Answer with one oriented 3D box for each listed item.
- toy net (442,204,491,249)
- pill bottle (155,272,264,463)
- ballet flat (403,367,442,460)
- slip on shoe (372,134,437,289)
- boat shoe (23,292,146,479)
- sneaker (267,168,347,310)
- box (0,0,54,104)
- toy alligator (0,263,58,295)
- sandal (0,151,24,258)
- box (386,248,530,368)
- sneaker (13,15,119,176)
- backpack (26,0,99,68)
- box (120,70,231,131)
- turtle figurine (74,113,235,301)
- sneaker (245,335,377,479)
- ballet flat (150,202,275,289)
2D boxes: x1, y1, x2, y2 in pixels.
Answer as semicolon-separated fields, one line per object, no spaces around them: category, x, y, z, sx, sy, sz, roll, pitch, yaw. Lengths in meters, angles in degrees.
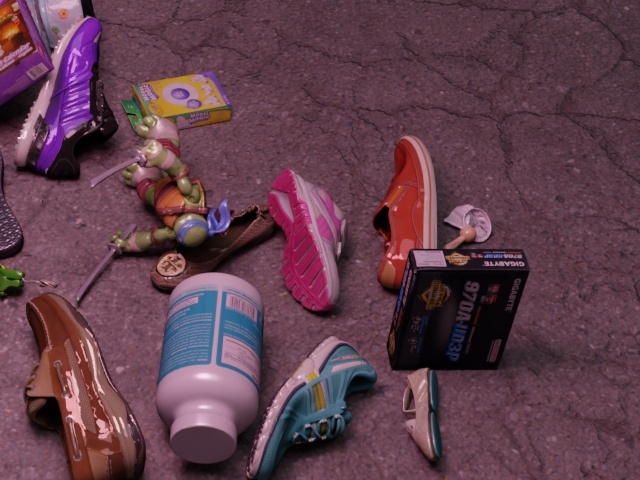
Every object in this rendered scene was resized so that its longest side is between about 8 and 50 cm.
toy net;0.265;0.011;2.128;0.122;0.045;0.232;8;45;-1
pill bottle;-0.158;0.184;1.817;0.146;0.146;0.264;6;45;-4
ballet flat;0.149;0.261;1.871;0.052;0.057;0.168;-14;40;15
slip on shoe;0.138;-0.051;2.123;0.101;0.123;0.331;3;50;-1
boat shoe;-0.356;0.208;1.780;0.120;0.122;0.324;-20;52;-22
sneaker;0.000;0.000;2.053;0.111;0.103;0.252;9;55;-35
box;-0.610;-0.288;2.161;0.293;0.057;0.201;-33;52;5
toy alligator;-0.498;0.062;1.948;0.189;0.056;0.051;18;88;6
sandal;-0.552;-0.070;2.072;0.097;0.054;0.254;-15;60;-13
box;0.202;0.105;1.904;0.175;0.220;0.051;1;44;-10
sneaker;-0.407;-0.236;2.177;0.146;0.102;0.293;20;75;-3
backpack;-0.475;-0.398;2.299;0.144;0.188;0.166;-3;47;-12
box;-0.263;-0.248;2.293;0.179;0.043;0.105;-15;50;-20
turtle figurine;-0.290;-0.083;2.008;0.274;0.198;0.266;-16;35;-5
sneaker;-0.012;0.244;1.820;0.110;0.107;0.275;35;50;10
ballet flat;-0.170;0.003;2.051;0.250;0.058;0.084;-29;56;-32
